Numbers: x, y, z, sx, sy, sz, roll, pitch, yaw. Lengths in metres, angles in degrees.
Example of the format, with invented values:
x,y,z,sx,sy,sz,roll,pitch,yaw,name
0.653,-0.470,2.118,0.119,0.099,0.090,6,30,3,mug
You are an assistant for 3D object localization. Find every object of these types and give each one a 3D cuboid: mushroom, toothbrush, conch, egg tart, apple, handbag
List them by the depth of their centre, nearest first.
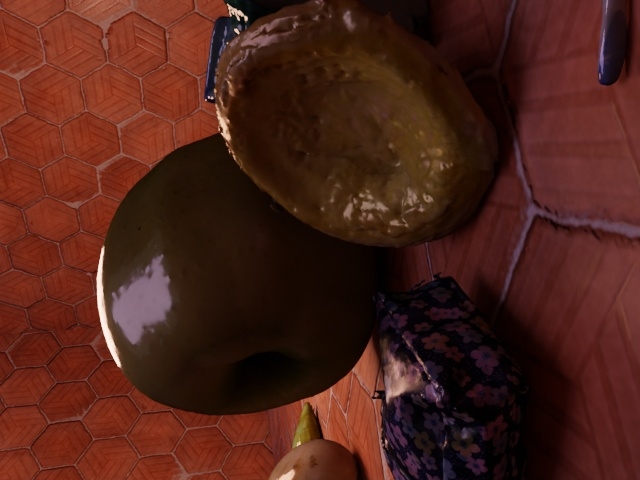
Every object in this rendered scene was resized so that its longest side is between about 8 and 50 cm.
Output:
x,y,z,sx,sy,sz,roll,pitch,yaw,name
0.185,-0.238,0.402,0.027,0.021,0.270,-156,62,-84,toothbrush
0.120,0.165,0.589,0.229,0.126,0.208,-118,21,-64,handbag
0.038,-0.123,0.647,0.315,0.314,0.120,102,-170,-55,egg tart
-0.130,0.054,1.022,0.473,0.473,0.474,177,90,-79,apple
0.000,0.519,1.242,0.215,0.207,0.207,57,176,-15,mushroom
-0.031,0.533,1.627,0.201,0.079,0.095,-80,-18,-55,conch

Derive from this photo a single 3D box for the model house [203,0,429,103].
x,y,z,sx,sy,sz,roll,pitch,yaw,name
-0.049,-0.288,0.831,0.329,0.251,0.295,130,137,-57,model house
